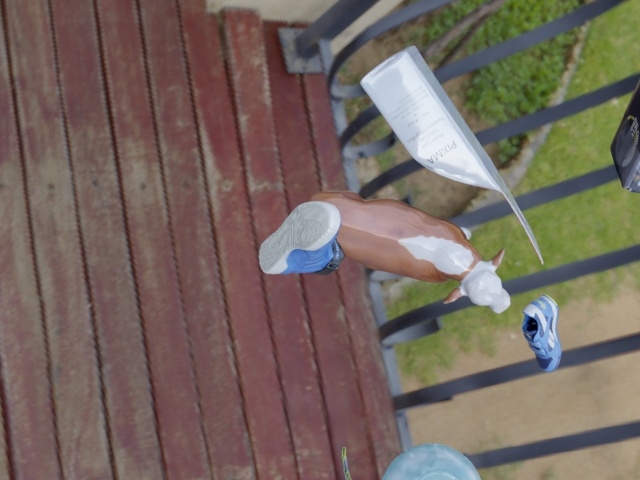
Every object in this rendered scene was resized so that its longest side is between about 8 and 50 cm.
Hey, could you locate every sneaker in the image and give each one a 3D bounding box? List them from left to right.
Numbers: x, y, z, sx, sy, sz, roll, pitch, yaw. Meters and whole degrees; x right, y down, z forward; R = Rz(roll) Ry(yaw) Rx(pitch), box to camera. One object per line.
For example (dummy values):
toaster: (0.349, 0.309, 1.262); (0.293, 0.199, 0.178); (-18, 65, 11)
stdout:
sneaker: (0.000, -0.001, 1.152); (0.084, 0.152, 0.058); (2, 64, -34)
sneaker: (0.370, 0.163, 1.688); (0.059, 0.053, 0.144); (-23, 115, -26)

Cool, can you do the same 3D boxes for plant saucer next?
plant saucer: (0.192, 0.439, 1.667); (0.194, 0.037, 0.195); (3, 79, -13)

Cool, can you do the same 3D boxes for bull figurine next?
bull figurine: (0.119, 0.004, 1.356); (0.310, 0.188, 0.101); (22, 96, 8)

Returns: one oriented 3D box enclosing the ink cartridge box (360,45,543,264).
ink cartridge box: (0.216, -0.133, 1.614); (0.385, 0.091, 0.308); (56, 13, -6)

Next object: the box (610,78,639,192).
box: (0.574, -0.179, 1.132); (0.394, 0.318, 0.097); (7, 45, -7)

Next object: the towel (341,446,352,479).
towel: (0.044, 0.368, 1.538); (0.009, 0.060, 0.083); (-11, 116, 2)
